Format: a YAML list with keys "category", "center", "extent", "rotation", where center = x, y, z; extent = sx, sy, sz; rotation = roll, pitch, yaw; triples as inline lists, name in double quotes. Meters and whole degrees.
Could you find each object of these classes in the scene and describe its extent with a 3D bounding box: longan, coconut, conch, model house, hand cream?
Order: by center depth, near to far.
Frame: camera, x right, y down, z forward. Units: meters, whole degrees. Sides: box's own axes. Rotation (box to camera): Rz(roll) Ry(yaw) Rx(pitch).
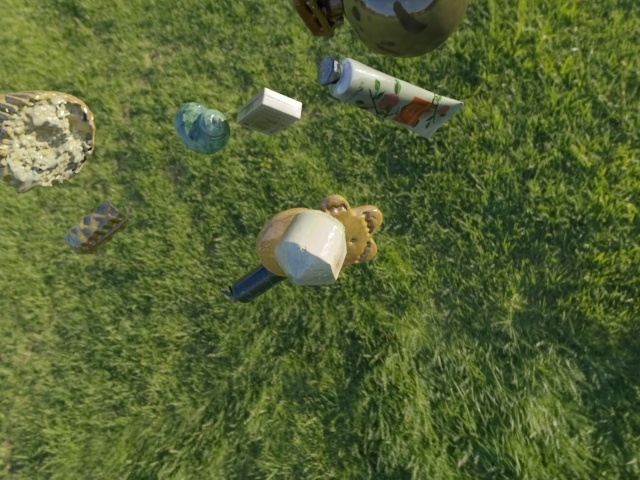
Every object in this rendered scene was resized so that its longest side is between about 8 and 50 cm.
- category: "hand cream"
  center: [0.098, -0.195, 0.672]
  extent: [0.080, 0.234, 0.050]
  rotation: [-41, 51, 42]
- category: "longan"
  center: [0.133, -0.393, 0.774]
  extent: [0.220, 0.196, 0.196]
  rotation: [13, 68, 48]
- category: "model house"
  center: [0.065, -0.510, 0.932]
  extent: [0.230, 0.199, 0.219]
  rotation: [-8, 33, 24]
- category: "coconut"
  center: [-0.022, 0.024, 1.035]
  extent: [0.147, 0.147, 0.152]
  rotation: [9, 54, 26]
- category: "conch"
  center: [-0.382, -0.365, 1.574]
  extent: [0.188, 0.122, 0.175]
  rotation: [-8, 96, 12]

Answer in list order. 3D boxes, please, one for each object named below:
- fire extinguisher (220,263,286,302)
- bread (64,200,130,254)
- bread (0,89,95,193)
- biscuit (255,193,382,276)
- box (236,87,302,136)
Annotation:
- category: "fire extinguisher"
  center: [-0.235, 0.146, 1.751]
  extent: [0.311, 0.095, 0.114]
  rotation: [-36, 95, 31]
- category: "bread"
  center: [-0.772, -0.032, 1.687]
  extent: [0.232, 0.128, 0.088]
  rotation: [-34, 51, 7]
- category: "bread"
  center: [-0.695, -0.253, 1.199]
  extent: [0.149, 0.274, 0.274]
  rotation: [31, 78, 13]
- category: "biscuit"
  center: [0.001, 0.002, 1.340]
  extent: [0.355, 0.275, 0.052]
  rotation: [-4, 35, -20]
- category: "box"
  center: [-0.168, -0.408, 1.566]
  extent: [0.201, 0.141, 0.058]
  rotation: [-13, 67, 58]
